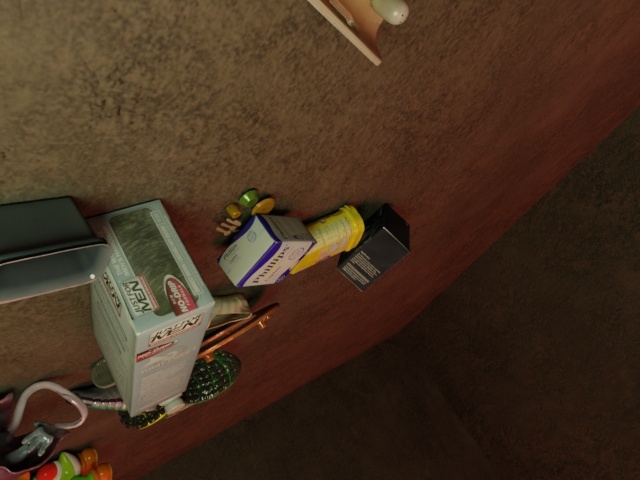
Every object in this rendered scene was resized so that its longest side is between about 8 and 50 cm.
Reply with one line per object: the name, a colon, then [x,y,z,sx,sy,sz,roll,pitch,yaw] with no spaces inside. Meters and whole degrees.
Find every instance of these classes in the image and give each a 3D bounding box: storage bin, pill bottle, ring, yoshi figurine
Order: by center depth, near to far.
storage bin: [-0.335,0.008,0.616,0.135,0.091,0.098,-14,152,-42]
ring: [-0.241,0.243,1.241,0.337,0.032,0.336,-29,-179,1]
pill bottle: [-0.402,0.386,1.357,0.067,0.120,0.067,-30,160,-12]
yoshi figurine: [-0.802,0.751,1.494,0.362,0.202,0.204,-4,152,-50]

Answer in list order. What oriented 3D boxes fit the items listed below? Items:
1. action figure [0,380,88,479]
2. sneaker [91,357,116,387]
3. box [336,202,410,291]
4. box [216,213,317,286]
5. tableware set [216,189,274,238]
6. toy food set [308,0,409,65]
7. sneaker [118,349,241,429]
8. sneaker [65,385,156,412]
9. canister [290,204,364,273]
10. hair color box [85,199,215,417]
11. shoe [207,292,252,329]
action figure: [-0.678,0.428,1.005,0.370,0.248,0.275,-47,-176,30]
sneaker: [-0.385,0.261,1.170,0.222,0.083,0.118,-22,164,-4]
box: [0.132,0.014,1.268,0.158,0.093,0.156,-42,-168,23]
box: [-0.097,0.020,0.974,0.126,0.072,0.137,-47,157,23]
tableware set: [-0.122,-0.043,0.939,0.104,0.024,0.154,-40,159,9]
toy food set: [0.127,-0.333,0.536,0.306,0.092,0.220,-42,159,20]
sneaker: [-0.383,0.407,1.465,0.344,0.134,0.146,-24,167,-2]
sneaker: [-0.493,0.355,1.247,0.083,0.098,0.224,-13,154,36]
canister: [0.000,0.000,1.154,0.170,0.073,0.126,-24,159,-23]
hair color box: [-0.283,0.127,0.835,0.114,0.185,0.374,-21,157,-31]
shoe: [-0.242,0.166,1.182,0.219,0.058,0.076,-7,147,-52]
